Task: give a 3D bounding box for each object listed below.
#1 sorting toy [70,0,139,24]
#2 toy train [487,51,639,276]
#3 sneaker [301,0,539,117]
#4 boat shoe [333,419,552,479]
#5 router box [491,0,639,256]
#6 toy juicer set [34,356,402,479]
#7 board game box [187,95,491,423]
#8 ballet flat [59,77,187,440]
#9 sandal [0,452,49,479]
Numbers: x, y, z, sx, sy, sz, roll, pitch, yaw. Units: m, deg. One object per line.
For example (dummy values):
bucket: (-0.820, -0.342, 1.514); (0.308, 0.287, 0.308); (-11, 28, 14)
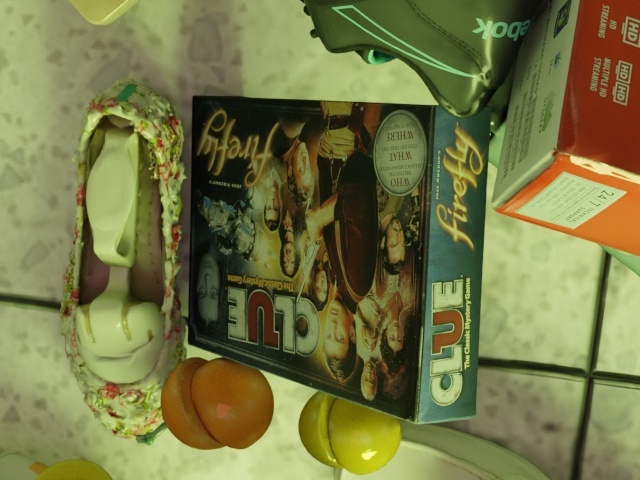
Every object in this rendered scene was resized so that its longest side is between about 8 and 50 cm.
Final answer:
sorting toy: (-0.113, -0.308, 0.835); (0.255, 0.089, 0.257); (-39, 91, 9)
toy train: (0.217, -0.053, 0.765); (0.334, 0.142, 0.190); (39, 59, 2)
sneaker: (0.003, -0.153, 0.703); (0.267, 0.101, 0.106); (36, 130, 40)
boat shoe: (0.125, 0.198, 0.838); (0.277, 0.096, 0.098); (28, 98, 16)
router box: (0.263, -0.135, 0.689); (0.301, 0.082, 0.335); (16, 69, -10)
toy juicer set: (0.000, 0.194, 0.810); (0.329, 0.089, 0.209); (31, 58, 23)
board game box: (0.000, 0.000, 0.791); (0.042, 0.243, 0.165); (-2, 97, -34)
ballet flat: (-0.132, 0.017, 0.875); (0.091, 0.077, 0.241); (-1, 96, 6)
sandal: (-0.149, 0.216, 0.896); (0.265, 0.076, 0.102); (32, 124, 13)
